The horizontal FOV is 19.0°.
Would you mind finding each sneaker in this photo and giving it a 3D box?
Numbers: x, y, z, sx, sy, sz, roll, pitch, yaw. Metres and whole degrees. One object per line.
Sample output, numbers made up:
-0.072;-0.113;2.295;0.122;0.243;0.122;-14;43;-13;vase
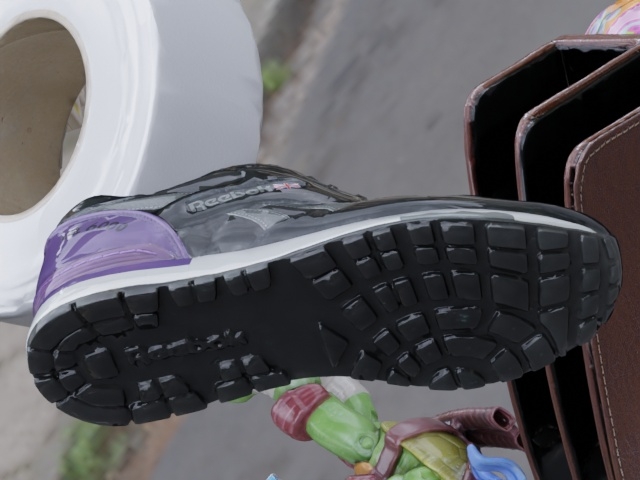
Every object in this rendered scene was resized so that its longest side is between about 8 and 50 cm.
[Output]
0.000;0.000;0.925;0.283;0.107;0.124;-6;40;2;sneaker

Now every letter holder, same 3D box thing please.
0.176;0.050;1.168;0.152;0.302;0.214;6;28;43;letter holder

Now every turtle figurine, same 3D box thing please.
0.018;0.206;1.393;0.266;0.197;0.275;47;133;43;turtle figurine

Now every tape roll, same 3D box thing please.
-0.172;-0.076;1.330;0.286;0.100;0.286;-12;72;42;tape roll

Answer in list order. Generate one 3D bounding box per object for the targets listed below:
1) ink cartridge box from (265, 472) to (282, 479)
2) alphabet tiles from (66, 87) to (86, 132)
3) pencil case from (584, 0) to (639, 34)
-0.048;0.369;1.738;0.232;0.168;0.171;-43;59;0;ink cartridge box
-0.244;-0.237;1.585;0.021;0.278;0.284;-15;66;4;alphabet tiles
0.301;-0.101;1.637;0.124;0.124;0.284;-42;28;22;pencil case
